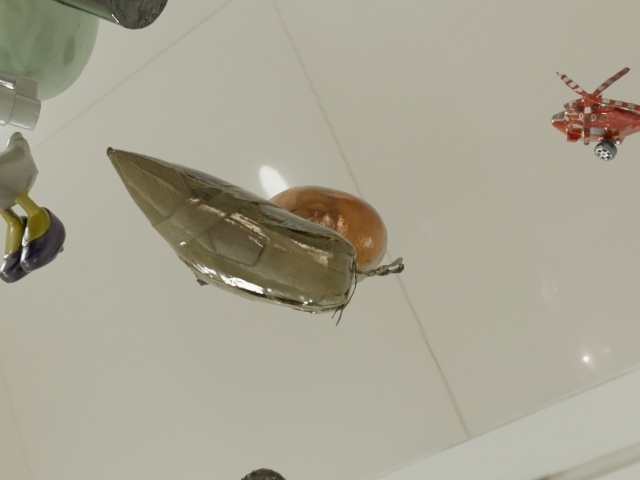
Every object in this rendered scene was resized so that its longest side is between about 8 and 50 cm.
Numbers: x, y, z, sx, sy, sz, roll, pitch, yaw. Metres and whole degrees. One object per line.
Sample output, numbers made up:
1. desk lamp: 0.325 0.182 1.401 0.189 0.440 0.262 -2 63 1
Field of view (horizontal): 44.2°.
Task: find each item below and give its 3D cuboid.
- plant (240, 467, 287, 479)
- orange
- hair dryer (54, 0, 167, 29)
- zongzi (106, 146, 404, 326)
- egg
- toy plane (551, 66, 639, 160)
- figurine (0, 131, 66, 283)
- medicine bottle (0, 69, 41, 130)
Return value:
1. plant: -0.050 0.316 0.887 0.094 0.092 0.143 23 149 41
2. orange: 0.000 0.000 1.426 0.240 0.240 0.171 33 -117 -49
3. hair dryer: -0.113 -0.218 0.579 0.198 0.100 0.057 -39 -36 -38
4. zongzi: -0.052 -0.008 0.602 0.081 0.189 0.178 -65 -32 -18
5. egg: -0.450 -0.388 1.183 0.230 0.230 0.370 -72 -9 -61
6. toy plane: 0.363 -0.144 0.913 0.077 0.194 0.126 57 -141 -40
7. figurine: -0.519 -0.125 1.132 0.421 0.154 0.193 49 -131 -31
8. medicine bottle: -0.415 -0.177 0.846 0.221 0.061 0.092 16 -138 -30
